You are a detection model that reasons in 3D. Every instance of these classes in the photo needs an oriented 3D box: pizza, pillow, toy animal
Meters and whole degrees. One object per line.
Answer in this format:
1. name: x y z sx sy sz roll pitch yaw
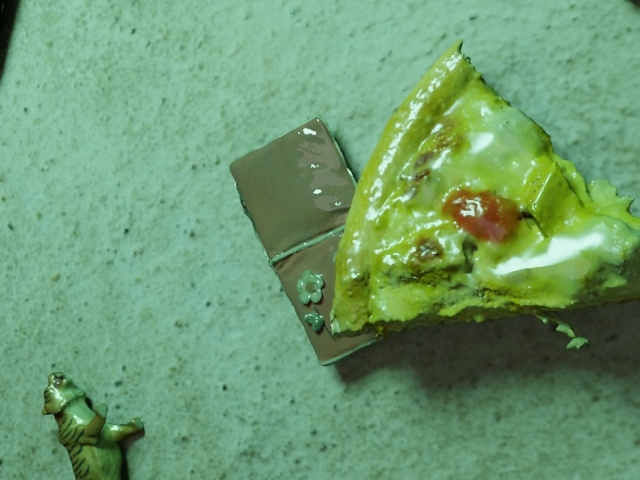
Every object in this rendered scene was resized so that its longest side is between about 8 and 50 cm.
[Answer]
1. pizza: 0.161 -0.023 0.598 0.288 0.075 0.280 13 84 25
2. pillow: 0.000 0.000 0.719 0.126 0.043 0.232 -29 82 22
3. toy animal: -0.248 0.257 0.844 0.099 0.057 0.241 -24 87 29

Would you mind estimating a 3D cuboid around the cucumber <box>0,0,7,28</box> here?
1. cucumber: -0.401 -0.294 0.848 0.074 0.074 0.241 22 104 20
